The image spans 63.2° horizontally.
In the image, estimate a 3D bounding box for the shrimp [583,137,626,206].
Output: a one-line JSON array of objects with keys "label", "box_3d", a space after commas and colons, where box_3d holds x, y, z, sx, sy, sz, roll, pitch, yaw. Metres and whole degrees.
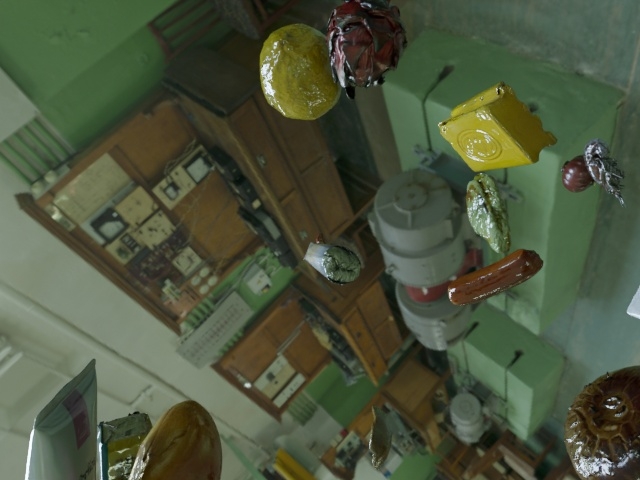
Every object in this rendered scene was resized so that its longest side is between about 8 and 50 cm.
[{"label": "shrimp", "box_3d": [0.634, -0.147, 1.144, 0.165, 0.056, 0.065, 55, 144, 4]}]

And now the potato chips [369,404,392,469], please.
[{"label": "potato chips", "box_3d": [0.193, 0.616, 1.635, 0.061, 0.196, 0.208, -3, 153, 10]}]

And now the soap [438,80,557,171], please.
[{"label": "soap", "box_3d": [0.453, -0.289, 1.392, 0.204, 0.096, 0.324, 45, 176, -8]}]

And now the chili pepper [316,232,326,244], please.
[{"label": "chili pepper", "box_3d": [0.000, 0.000, 2.059, 0.045, 0.027, 0.178, 37, -165, -13]}]

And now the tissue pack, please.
[{"label": "tissue pack", "box_3d": [-0.480, 0.593, 1.298, 0.192, 0.133, 0.271, 179, 88, -65]}]

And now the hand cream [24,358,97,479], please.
[{"label": "hand cream", "box_3d": [-0.424, 0.393, 0.857, 0.117, 0.359, 0.185, 12, -165, 2]}]

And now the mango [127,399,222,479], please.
[{"label": "mango", "box_3d": [-0.251, 0.399, 0.907, 0.138, 0.257, 0.187, 37, 136, -23]}]

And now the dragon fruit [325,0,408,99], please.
[{"label": "dragon fruit", "box_3d": [0.094, -0.412, 1.072, 0.189, 0.182, 0.182, 62, 165, -8]}]

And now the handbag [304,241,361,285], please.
[{"label": "handbag", "box_3d": [0.032, 0.058, 1.353, 0.117, 0.095, 0.173, 22, 177, -18]}]

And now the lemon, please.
[{"label": "lemon", "box_3d": [-0.046, -0.399, 1.250, 0.204, 0.204, 0.260, 39, 172, 27]}]

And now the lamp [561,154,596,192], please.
[{"label": "lamp", "box_3d": [0.663, -0.171, 1.328, 0.090, 0.101, 0.101, 32, 162, 29]}]

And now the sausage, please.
[{"label": "sausage", "box_3d": [0.499, 0.115, 1.508, 0.300, 0.083, 0.089, -34, 93, 39]}]

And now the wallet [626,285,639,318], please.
[{"label": "wallet", "box_3d": [0.864, 0.159, 1.277, 0.031, 0.124, 0.183, 34, 175, -30]}]

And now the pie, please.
[{"label": "pie", "box_3d": [0.483, -0.083, 1.517, 0.248, 0.089, 0.201, -101, -3, -48]}]

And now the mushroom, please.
[{"label": "mushroom", "box_3d": [0.626, 0.378, 1.030, 0.163, 0.297, 0.278, 46, 158, -25]}]
